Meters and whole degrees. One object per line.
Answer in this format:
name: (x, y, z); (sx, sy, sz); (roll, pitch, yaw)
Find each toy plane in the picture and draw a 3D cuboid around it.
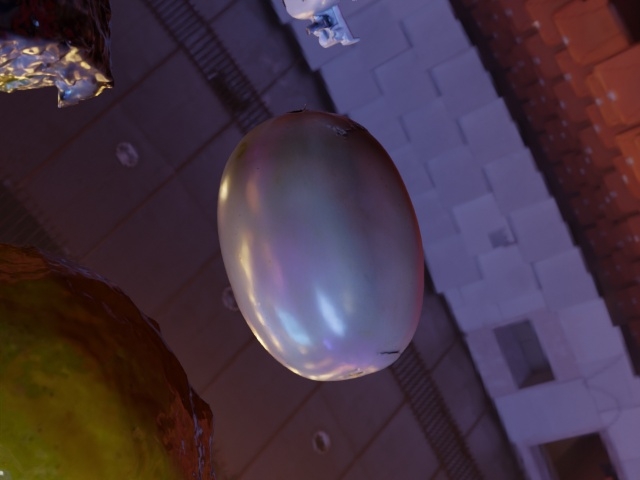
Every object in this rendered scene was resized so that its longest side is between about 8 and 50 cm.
toy plane: (0.004, -0.327, 1.130); (0.080, 0.174, 0.174); (-27, -87, -26)

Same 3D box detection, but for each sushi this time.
sushi: (-0.405, -0.319, 1.064); (0.299, 0.282, 0.294); (-2, -93, -69)

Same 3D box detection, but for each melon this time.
melon: (0.000, 0.000, 1.010); (0.223, 0.223, 0.316); (6, -116, -49)

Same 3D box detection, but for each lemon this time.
lemon: (-0.209, 0.156, 0.625); (0.316, 0.285, 0.285); (58, -144, 2)
